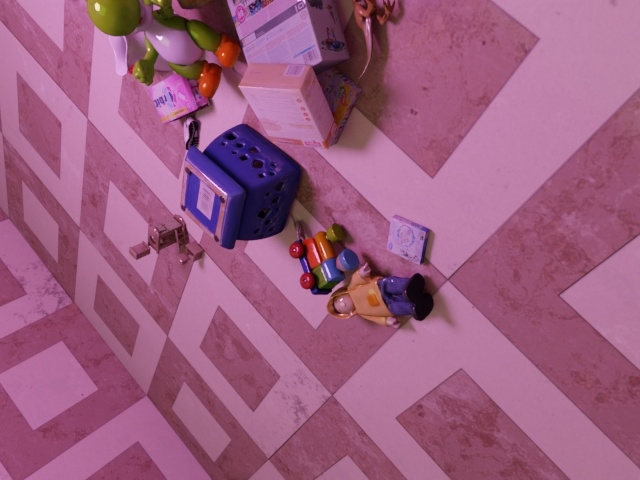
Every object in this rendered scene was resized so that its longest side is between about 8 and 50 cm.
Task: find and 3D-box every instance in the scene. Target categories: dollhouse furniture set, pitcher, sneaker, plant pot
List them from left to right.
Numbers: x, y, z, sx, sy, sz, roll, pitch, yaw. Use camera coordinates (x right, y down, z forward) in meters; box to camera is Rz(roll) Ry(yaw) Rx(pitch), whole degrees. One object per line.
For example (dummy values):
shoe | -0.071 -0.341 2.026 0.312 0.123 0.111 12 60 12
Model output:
pitcher | -0.435 -0.518 1.353 0.126 0.207 0.177 -9 102 50
dollhouse furniture set | -0.510 0.018 1.769 0.161 0.182 0.101 39 135 22
sneaker | -0.381 -0.315 1.560 0.043 0.040 0.109 51 138 33
plant pot | -0.222 -0.130 1.374 0.236 0.212 0.235 41 136 22

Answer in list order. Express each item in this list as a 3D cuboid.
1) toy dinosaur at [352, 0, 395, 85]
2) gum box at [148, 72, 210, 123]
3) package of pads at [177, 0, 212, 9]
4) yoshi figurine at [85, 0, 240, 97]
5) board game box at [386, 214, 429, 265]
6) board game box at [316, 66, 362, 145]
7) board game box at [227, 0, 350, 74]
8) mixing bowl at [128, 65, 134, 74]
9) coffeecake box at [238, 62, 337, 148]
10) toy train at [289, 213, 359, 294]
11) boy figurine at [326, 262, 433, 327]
toy dinosaur | 0.090 -0.423 1.026 0.112 0.064 0.211 -5 102 65
gum box | -0.394 -0.404 1.492 0.189 0.062 0.107 -5 110 46
package of pads | -0.293 -0.631 1.131 0.296 0.101 0.229 -125 19 -72
yoshi figurine | -0.374 -0.470 1.210 0.362 0.203 0.203 27 171 -24
board game box | 0.195 -0.001 1.194 0.090 0.020 0.090 26 130 30
board game box | 0.019 -0.300 1.180 0.103 0.026 0.154 44 137 16
board game box | -0.083 -0.485 1.097 0.224 0.098 0.303 -7 104 47
mixing bowl | -0.502 -0.559 1.465 0.181 0.098 0.181 38 142 38
coffeecake box | -0.063 -0.278 1.111 0.143 0.068 0.185 10 156 24
toy train | 0.000 0.000 1.344 0.143 0.105 0.247 -36 63 33
boy figurine | 0.126 0.135 1.292 0.285 0.092 0.177 -8 113 44
